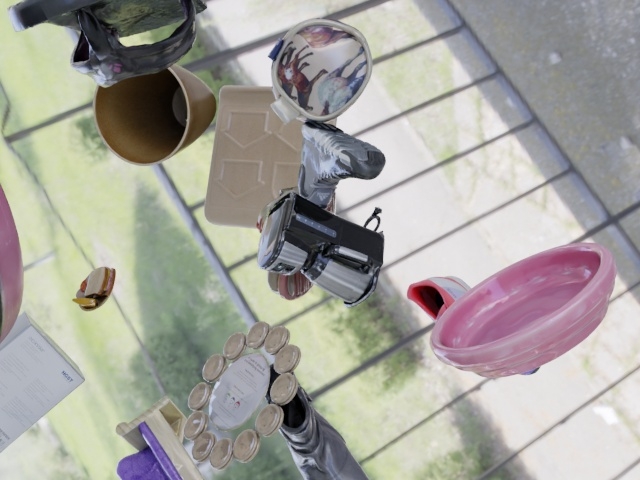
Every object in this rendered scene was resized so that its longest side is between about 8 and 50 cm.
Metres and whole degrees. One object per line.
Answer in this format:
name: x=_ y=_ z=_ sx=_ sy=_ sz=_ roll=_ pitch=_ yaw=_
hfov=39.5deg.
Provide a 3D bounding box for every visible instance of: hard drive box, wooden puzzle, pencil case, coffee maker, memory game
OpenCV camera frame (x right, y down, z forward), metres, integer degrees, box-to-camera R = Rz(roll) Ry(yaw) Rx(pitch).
hard drive box: x=-0.643 y=0.295 z=1.859 sx=0.181 sy=0.232 sz=0.089 roll=56 pitch=167 yaw=-27
wooden puzzle: x=-0.114 y=-0.198 z=2.185 sx=0.322 sy=0.080 sz=0.348 roll=5 pitch=89 yaw=22
pencil case: x=-0.011 y=-0.289 z=1.594 sx=0.160 sy=0.183 sz=0.410 roll=58 pitch=-178 yaw=-6
coffee maker: x=0.000 y=0.000 z=1.403 sx=0.120 sy=0.178 sz=0.171 roll=-49 pitch=26 yaw=34
memory game: x=-0.092 y=0.177 z=1.033 sx=0.012 sy=0.186 sz=0.186 roll=38 pitch=169 yaw=-34

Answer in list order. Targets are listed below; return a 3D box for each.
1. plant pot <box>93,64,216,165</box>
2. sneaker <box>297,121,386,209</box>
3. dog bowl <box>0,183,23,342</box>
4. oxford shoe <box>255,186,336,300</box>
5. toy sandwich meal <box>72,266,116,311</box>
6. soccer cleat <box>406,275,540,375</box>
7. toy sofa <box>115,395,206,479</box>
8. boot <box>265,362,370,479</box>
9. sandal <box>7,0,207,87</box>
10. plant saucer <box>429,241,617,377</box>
plant pot: x=-0.343 y=-0.299 z=2.024 sx=0.237 sy=0.254 sz=0.237 roll=4 pitch=101 yaw=20
sneaker: x=0.026 y=-0.100 z=1.414 sx=0.228 sy=0.086 sz=0.132 roll=-135 pitch=55 yaw=-59
dog bowl: x=-0.436 y=-0.013 z=0.791 sx=0.407 sy=0.150 sz=0.408 roll=19 pitch=127 yaw=27
oxford shoe: x=-0.060 y=0.001 z=1.630 sx=0.130 sy=0.348 sz=0.123 roll=7 pitch=116 yaw=9
toy sandwich meal: x=-0.353 y=0.072 z=1.385 sx=0.085 sy=0.086 sz=0.029 roll=33 pitch=176 yaw=45
soccer cleat: x=0.292 y=0.163 z=1.712 sx=0.318 sy=0.116 sz=0.109 roll=40 pitch=121 yaw=49
toy sofa: x=-0.251 y=0.489 z=1.657 sx=0.362 sy=0.177 sz=0.150 roll=50 pitch=169 yaw=26
boot: x=-0.002 y=0.372 z=1.511 sx=0.338 sy=0.118 sz=0.223 roll=45 pitch=166 yaw=47
sandal: x=-0.194 y=-0.234 z=0.974 sx=0.446 sy=0.167 sz=0.107 roll=-75 pitch=-33 yaw=-77
plant saucer: x=0.342 y=0.123 z=1.477 sx=0.084 sy=0.332 sz=0.332 roll=58 pitch=154 yaw=-10
